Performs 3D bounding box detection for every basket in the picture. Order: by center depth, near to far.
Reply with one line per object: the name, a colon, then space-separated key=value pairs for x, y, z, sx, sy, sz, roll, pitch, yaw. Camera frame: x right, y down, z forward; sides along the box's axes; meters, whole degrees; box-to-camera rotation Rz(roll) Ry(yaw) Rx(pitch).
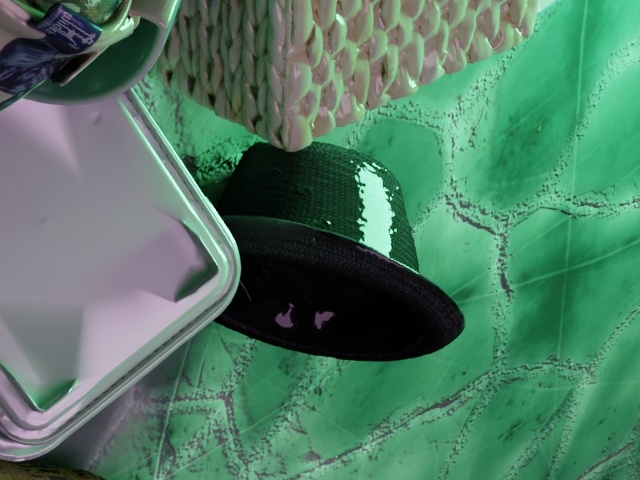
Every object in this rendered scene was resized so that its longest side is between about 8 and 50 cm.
basket: x=-0.003 y=-0.293 z=1.523 sx=0.328 sy=0.266 sz=0.331 roll=-28 pitch=139 yaw=-33

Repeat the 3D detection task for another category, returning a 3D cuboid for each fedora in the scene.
fedora: x=0.000 y=0.000 z=1.816 sx=0.334 sy=0.334 sz=0.152 roll=41 pitch=55 yaw=-54

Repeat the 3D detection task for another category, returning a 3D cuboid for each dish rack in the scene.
dish rack: x=-0.230 y=-0.014 z=1.509 sx=0.285 sy=0.072 sz=0.332 roll=-39 pitch=106 yaw=-19

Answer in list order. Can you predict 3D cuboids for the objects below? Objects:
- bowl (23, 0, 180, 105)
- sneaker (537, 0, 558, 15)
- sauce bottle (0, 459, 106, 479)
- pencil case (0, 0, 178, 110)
bowl: x=-0.198 y=-0.267 z=1.329 sx=0.163 sy=0.312 sz=0.311 roll=-52 pitch=149 yaw=-37
sneaker: x=0.260 y=-0.331 z=1.942 sx=0.229 sy=0.087 sz=0.092 roll=-45 pitch=141 yaw=-17
sauce bottle: x=-0.270 y=0.274 z=1.814 sx=0.344 sy=0.111 sz=0.111 roll=16 pitch=106 yaw=-55
pencil case: x=-0.290 y=-0.112 z=1.233 sx=0.183 sy=0.410 sz=0.160 roll=45 pitch=39 yaw=-20
